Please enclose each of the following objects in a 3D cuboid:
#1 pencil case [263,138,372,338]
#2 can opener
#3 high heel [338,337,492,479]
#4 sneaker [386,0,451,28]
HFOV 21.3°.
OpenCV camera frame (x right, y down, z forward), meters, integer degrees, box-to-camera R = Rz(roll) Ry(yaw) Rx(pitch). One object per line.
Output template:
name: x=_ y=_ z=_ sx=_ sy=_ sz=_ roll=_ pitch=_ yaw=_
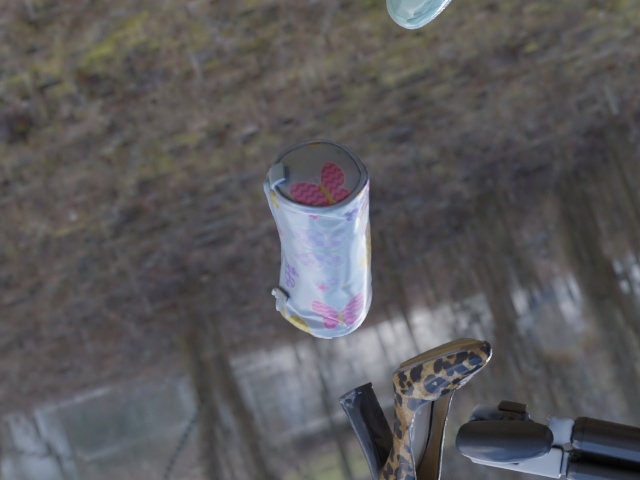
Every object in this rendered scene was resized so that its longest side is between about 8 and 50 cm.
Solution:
pencil case: x=0.000 y=0.000 z=2.058 sx=0.124 sy=0.113 sz=0.273 roll=8 pitch=143 yaw=8
can opener: x=0.287 y=0.237 z=1.825 sx=0.283 sy=0.076 sz=0.095 roll=10 pitch=-158 yaw=14
high heel: x=0.136 y=0.215 z=1.860 sx=0.093 sy=0.186 sz=0.261 roll=-19 pitch=170 yaw=-39
sneaker: x=0.122 y=-0.345 z=1.997 sx=0.151 sy=0.094 sz=0.256 roll=-39 pitch=162 yaw=-53
